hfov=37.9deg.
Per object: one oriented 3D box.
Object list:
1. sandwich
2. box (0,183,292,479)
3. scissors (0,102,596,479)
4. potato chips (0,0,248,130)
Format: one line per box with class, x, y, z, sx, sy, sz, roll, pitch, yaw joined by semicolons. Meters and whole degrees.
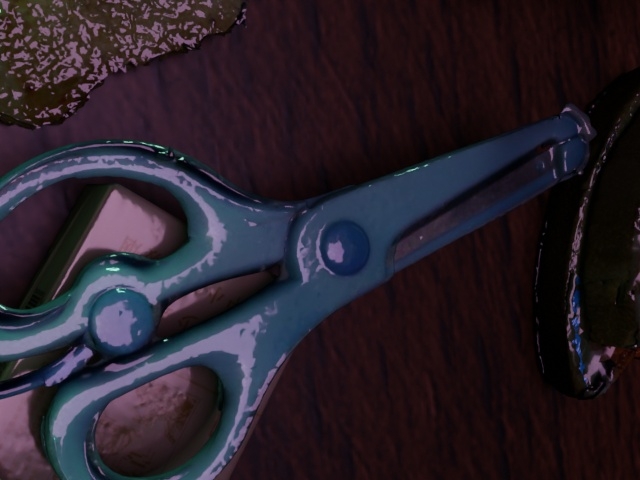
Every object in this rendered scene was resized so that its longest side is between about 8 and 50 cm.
sandwich;0.231;0.005;0.654;0.159;0.079;0.235;37;76;-24
box;-0.107;0.087;0.496;0.141;0.058;0.201;30;78;-25
scissors;0.000;0.000;0.497;0.393;0.032;0.180;-24;101;-25
potato chips;-0.104;-0.147;0.506;0.142;0.026;0.209;25;79;-23
